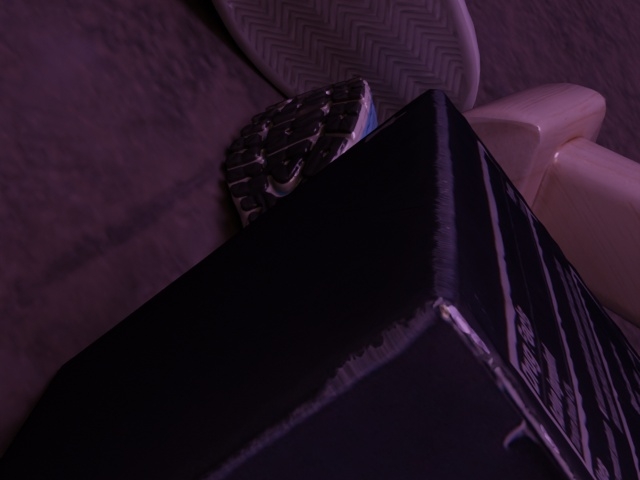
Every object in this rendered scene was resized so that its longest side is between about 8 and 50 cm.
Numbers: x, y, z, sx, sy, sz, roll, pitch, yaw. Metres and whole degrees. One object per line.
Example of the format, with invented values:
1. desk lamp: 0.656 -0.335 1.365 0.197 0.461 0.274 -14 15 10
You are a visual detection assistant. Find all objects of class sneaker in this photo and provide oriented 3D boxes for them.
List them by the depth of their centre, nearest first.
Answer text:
1. sneaker: 0.000 0.000 0.787 0.073 0.063 0.162 54 32 -40
2. sneaker: -0.017 -0.189 0.860 0.292 0.108 0.169 51 28 -24

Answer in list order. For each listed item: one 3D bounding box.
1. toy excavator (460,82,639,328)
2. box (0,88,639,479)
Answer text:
1. toy excavator: 0.249 0.153 0.789 0.222 0.433 0.445 -22 110 -57
2. box: 0.050 0.140 0.533 0.294 0.182 0.296 53 10 -8
